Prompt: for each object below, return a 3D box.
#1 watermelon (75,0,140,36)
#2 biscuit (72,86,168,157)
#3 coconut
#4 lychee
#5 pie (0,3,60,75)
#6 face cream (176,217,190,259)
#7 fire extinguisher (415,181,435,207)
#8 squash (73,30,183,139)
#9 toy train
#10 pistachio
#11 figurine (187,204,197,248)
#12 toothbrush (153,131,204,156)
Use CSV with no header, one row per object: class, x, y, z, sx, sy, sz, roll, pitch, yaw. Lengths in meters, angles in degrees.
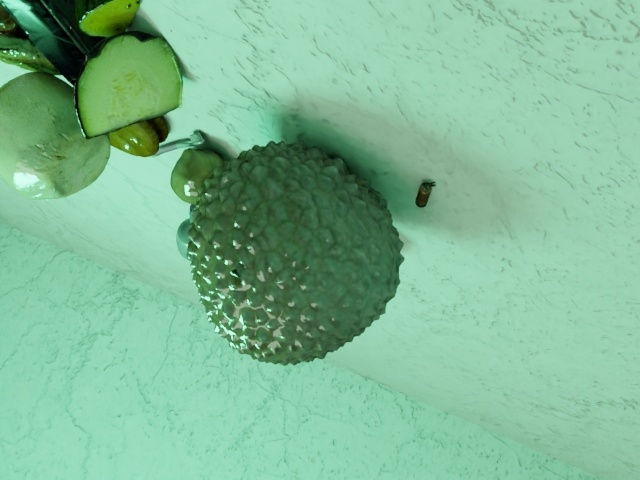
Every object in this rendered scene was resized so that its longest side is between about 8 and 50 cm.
watermelon,-0.332,-0.348,1.188,0.092,0.075,0.181,28,162,-21
biscuit,-0.419,-0.255,1.615,0.220,0.066,0.220,24,160,9
coconut,-0.529,-0.199,1.472,0.230,0.227,0.227,34,166,19
lychee,-0.049,0.023,1.401,0.380,0.380,0.432,8,134,46
pie,-0.563,-0.367,1.434,0.274,0.106,0.257,17,170,29
face cream,-0.342,-0.001,2.170,0.117,0.117,0.104,21,153,17
fire extinguisher,0.179,-0.081,1.331,0.028,0.022,0.083,-12,161,-4
squash,-0.334,-0.282,1.300,0.085,0.191,0.184,50,152,33
toy train,-0.430,-0.362,1.266,0.086,0.089,0.409,-5,155,12
pistachio,-0.259,-0.137,1.648,0.124,0.124,0.185,34,167,-25
figurine,-0.231,-0.044,1.721,0.133,0.193,0.274,53,-159,-10
toothbrush,-0.313,-0.204,1.684,0.286,0.020,0.025,-2,116,59
